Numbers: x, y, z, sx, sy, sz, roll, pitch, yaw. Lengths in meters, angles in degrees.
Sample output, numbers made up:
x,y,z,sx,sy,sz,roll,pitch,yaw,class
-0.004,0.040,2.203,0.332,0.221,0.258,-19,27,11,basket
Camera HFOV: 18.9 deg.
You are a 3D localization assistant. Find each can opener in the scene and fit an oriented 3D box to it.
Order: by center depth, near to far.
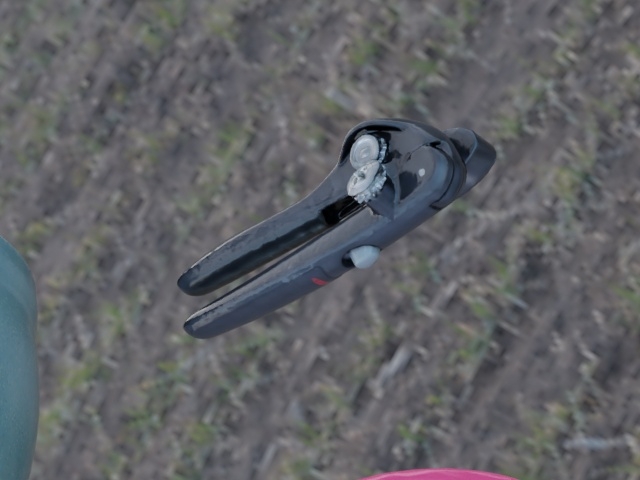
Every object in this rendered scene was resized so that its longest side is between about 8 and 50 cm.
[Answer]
x,y,z,sx,sy,sz,roll,pitch,yaw,class
0.000,0.000,0.933,0.186,0.073,0.059,-32,47,27,can opener

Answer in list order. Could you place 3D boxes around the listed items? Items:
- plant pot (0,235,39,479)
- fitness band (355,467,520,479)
x,y,z,sx,sy,sz,roll,pitch,yaw,class
-0.284,0.133,1.033,0.293,0.293,0.196,-34,56,32,plant pot
0.022,0.195,0.774,0.209,0.054,0.291,-19,27,22,fitness band
